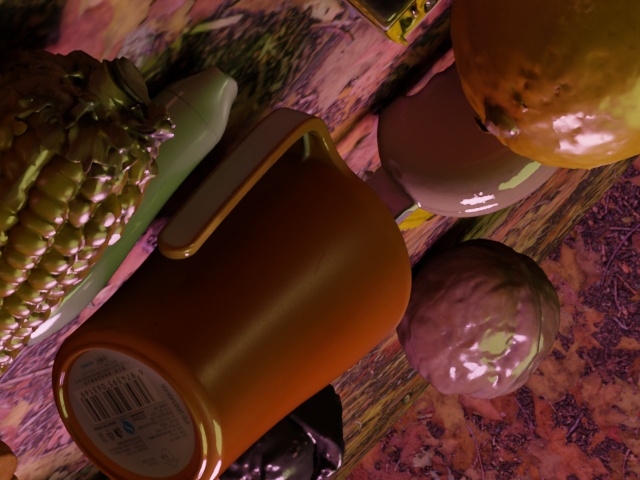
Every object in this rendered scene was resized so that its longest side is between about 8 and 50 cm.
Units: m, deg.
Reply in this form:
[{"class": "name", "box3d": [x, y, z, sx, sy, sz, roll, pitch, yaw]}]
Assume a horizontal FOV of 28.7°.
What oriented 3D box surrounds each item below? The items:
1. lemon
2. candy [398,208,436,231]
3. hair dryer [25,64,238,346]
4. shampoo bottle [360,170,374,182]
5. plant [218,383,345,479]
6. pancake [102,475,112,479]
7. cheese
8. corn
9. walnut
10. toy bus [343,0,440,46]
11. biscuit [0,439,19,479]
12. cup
[{"class": "lemon", "box3d": [0.226, -0.182, 0.992, 0.263, 0.236, 0.236, -20, 156, -25]}, {"class": "candy", "box3d": [0.186, -0.115, 1.382, 0.297, 0.081, 0.187, -50, 163, 22]}, {"class": "hair dryer", "box3d": [-0.142, -0.003, 0.844, 0.206, 0.075, 0.237, -47, 175, -20]}, {"class": "shampoo bottle", "box3d": [0.000, 0.000, 1.239, 0.056, 0.056, 0.195, -26, 156, -53]}, {"class": "plant", "box3d": [-0.055, 0.266, 1.648, 0.142, 0.164, 0.256, -50, 176, 22]}, {"class": "pancake", "box3d": [-0.097, 0.170, 1.458, 0.376, 0.054, 0.197, -42, 165, -16]}, {"class": "cheese", "box3d": [0.102, -0.075, 1.139, 0.286, 0.163, 0.082, -36, 153, -2]}, {"class": "corn", "box3d": [-0.197, 0.027, 0.650, 0.318, 0.115, 0.115, -48, 166, 16]}, {"class": "walnut", "box3d": [0.240, 0.114, 1.892, 0.248, 0.248, 0.248, -42, 166, -13]}, {"class": "toy bus", "box3d": [0.094, -0.233, 0.799, 0.226, 0.081, 0.074, -48, 171, 1]}, {"class": "biscuit", "box3d": [-0.317, 0.239, 1.063, 0.166, 0.036, 0.225, -30, 160, -41]}, {"class": "cup", "box3d": [-0.059, 0.037, 0.875, 0.264, 0.182, 0.226, -44, 146, -50]}]
